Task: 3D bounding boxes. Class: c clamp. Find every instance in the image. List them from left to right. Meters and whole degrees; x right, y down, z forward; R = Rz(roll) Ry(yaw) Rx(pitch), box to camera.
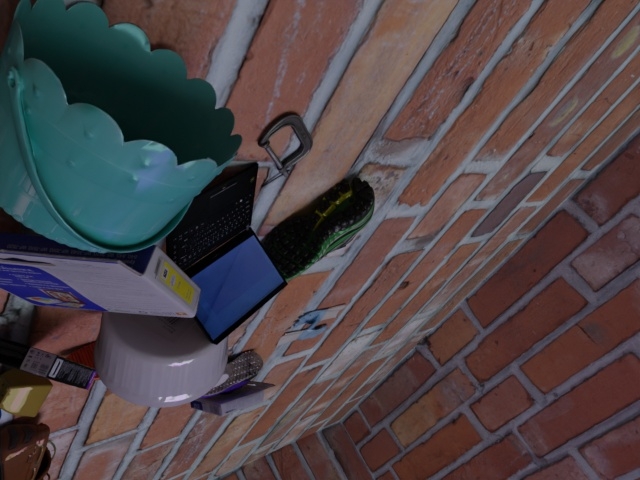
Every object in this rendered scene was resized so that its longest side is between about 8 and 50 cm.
[{"bbox_3d":[-0.076,-0.176,0.975,0.137,0.022,0.160,-32,153,-4],"label":"c clamp"}]

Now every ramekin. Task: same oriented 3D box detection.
[{"bbox_3d":[-0.320,0.189,1.029,0.277,0.277,0.135,-12,138,-37],"label":"ramekin"}]

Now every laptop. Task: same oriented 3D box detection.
[{"bbox_3d":[-0.167,0.025,0.966,0.234,0.137,0.264,-40,154,-43],"label":"laptop"}]

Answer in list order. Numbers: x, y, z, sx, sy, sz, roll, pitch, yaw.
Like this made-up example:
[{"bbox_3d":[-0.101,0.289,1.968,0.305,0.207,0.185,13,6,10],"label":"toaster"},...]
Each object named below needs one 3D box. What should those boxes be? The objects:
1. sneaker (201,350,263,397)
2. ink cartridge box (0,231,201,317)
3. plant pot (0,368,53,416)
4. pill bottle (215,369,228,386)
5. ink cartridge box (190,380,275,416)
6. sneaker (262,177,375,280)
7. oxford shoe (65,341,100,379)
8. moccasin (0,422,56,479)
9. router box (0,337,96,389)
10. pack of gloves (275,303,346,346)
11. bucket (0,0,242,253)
[{"bbox_3d":[-0.335,0.469,1.632,0.293,0.102,0.146,-7,147,-40],"label":"sneaker"},{"bbox_3d":[-0.374,0.044,0.751,0.304,0.072,0.307,5,156,5],"label":"ink cartridge box"},{"bbox_3d":[-0.643,0.319,1.051,0.081,0.081,0.083,-60,150,-2],"label":"plant pot"},{"bbox_3d":[-0.313,0.316,1.346,0.087,0.160,0.087,-27,151,-16],"label":"pill bottle"},{"bbox_3d":[-0.304,0.545,1.721,0.224,0.045,0.223,-8,178,-41],"label":"ink cartridge box"},{"bbox_3d":[0.000,0.000,1.219,0.344,0.134,0.146,-35,153,-1],"label":"sneaker"},{"bbox_3d":[-0.489,0.297,1.199,0.271,0.096,0.098,-3,145,-45],"label":"oxford shoe"},{"bbox_3d":[-0.788,0.605,1.331,0.147,0.139,0.380,-1,129,-34],"label":"moccasin"},{"bbox_3d":[-0.551,0.236,0.960,0.133,0.179,0.046,71,34,-62],"label":"router box"},{"bbox_3d":[-0.025,0.322,1.801,0.232,0.046,0.195,-5,139,-44],"label":"pack of gloves"},{"bbox_3d":[-0.256,-0.129,0.603,0.183,0.281,0.281,-45,151,24],"label":"bucket"}]
